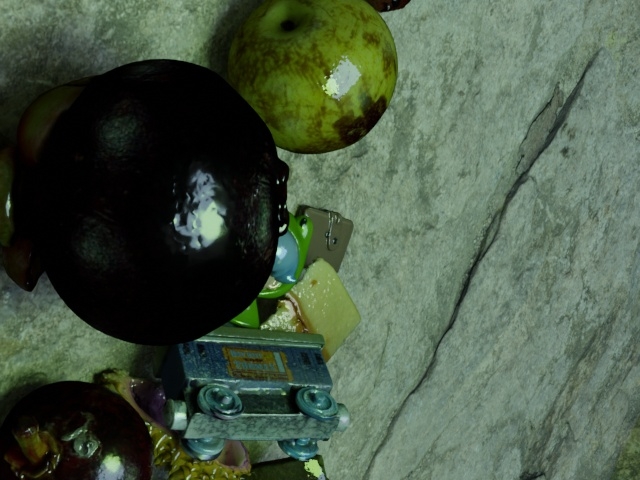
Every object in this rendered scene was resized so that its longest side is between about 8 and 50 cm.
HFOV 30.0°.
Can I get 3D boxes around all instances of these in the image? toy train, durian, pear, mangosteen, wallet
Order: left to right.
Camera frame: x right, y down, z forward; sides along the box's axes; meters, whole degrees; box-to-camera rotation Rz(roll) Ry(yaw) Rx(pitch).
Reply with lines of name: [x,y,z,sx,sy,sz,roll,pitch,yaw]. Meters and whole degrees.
mangosteen: [-0.363,0.304,1.670,0.235,0.235,0.261,-64,156,-12]
mangosteen: [-0.258,-0.050,1.573,0.382,0.435,0.382,179,-90,-88]
durian: [-0.237,0.327,1.911,0.112,0.191,0.341,-41,142,11]
toy train: [-0.111,0.238,1.865,0.299,0.202,0.131,7,127,-26]
pear: [-0.009,-0.262,1.886,0.283,0.283,0.284,-21,119,-45]
wallet: [0.000,0.000,2.168,0.152,0.039,0.118,17,92,-50]

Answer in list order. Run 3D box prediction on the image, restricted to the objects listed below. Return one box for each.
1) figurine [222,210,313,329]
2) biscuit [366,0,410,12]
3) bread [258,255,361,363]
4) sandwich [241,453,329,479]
figurine: [-0.122,0.053,1.955,0.263,0.162,0.143,-60,167,5]
biscuit: [0.128,-0.499,2.131,0.192,0.049,0.192,-23,123,-41]
bread: [-0.061,0.138,2.075,0.240,0.135,0.178,-47,131,-27]
sandwich: [-0.087,0.433,2.088,0.212,0.292,0.109,-12,91,-60]
